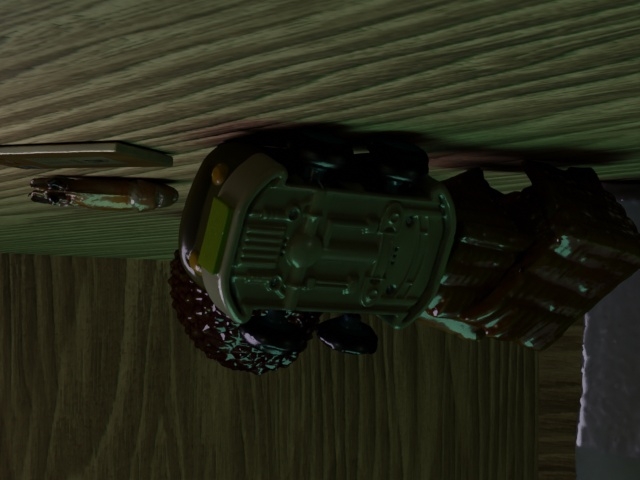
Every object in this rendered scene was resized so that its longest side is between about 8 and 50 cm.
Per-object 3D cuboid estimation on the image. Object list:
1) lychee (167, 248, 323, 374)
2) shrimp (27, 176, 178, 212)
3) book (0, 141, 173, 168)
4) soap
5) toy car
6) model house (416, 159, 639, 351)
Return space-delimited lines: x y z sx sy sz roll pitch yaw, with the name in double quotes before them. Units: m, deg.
"lychee" -0.121 0.069 2.261 0.271 0.271 0.271 1 177 0
"shrimp" -0.256 -0.059 1.754 0.180 0.041 0.099 1 -168 -22
"book" -0.248 -0.083 1.467 0.172 0.012 0.118 0 176 21
"soap" 0.452 0.151 1.792 0.212 0.435 0.350 5 -178 26
"toy car" -0.021 -0.020 1.375 0.247 0.204 0.198 5 -162 -33
"model house" 0.190 0.001 1.489 0.199 0.220 0.229 29 155 -27
